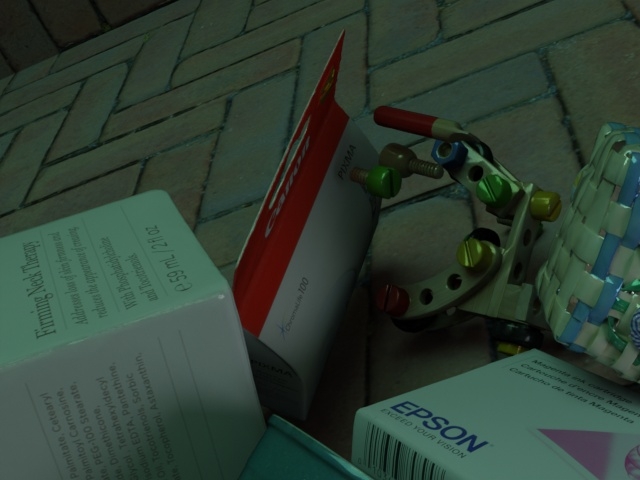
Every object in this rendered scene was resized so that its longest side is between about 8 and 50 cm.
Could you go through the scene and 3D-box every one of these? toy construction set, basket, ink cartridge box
[{"bbox_3d":[0.195,-0.010,1.082,0.237,0.309,0.257,20,63,45],"label":"toy construction set"},{"bbox_3d":[0.350,0.036,0.824,0.289,0.255,0.201,15,19,-4],"label":"basket"},{"bbox_3d":[0.000,0.000,1.088,0.091,0.385,0.308,19,63,7],"label":"ink cartridge box"},{"bbox_3d":[0.252,0.183,0.788,0.330,0.071,0.324,-13,23,-37],"label":"ink cartridge box"}]

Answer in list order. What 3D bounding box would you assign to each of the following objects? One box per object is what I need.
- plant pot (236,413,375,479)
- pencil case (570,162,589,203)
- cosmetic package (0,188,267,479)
[{"bbox_3d":[-0.004,0.328,0.793,0.271,0.271,0.255,20,69,51],"label":"plant pot"},{"bbox_3d":[0.349,0.015,1.066,0.113,0.124,0.273,-17,33,19],"label":"pencil case"},{"bbox_3d":[-0.282,0.189,1.024,0.393,0.327,0.329,-18,26,-14],"label":"cosmetic package"}]
